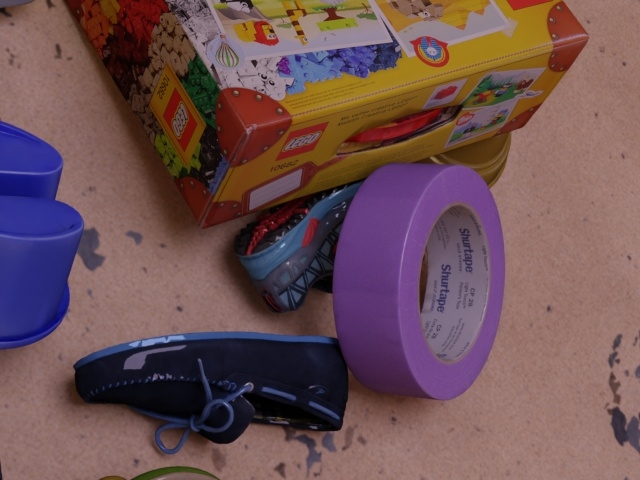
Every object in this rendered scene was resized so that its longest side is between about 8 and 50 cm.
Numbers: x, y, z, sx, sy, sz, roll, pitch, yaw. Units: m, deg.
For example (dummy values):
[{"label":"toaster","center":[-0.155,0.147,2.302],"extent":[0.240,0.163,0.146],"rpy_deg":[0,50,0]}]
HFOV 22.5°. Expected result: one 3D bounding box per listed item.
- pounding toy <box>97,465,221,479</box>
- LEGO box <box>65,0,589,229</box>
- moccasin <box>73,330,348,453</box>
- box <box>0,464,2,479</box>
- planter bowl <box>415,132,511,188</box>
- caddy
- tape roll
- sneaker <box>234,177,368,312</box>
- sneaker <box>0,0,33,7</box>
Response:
[{"label":"pounding toy","center":[-0.204,0.305,1.642],"extent":[0.237,0.110,0.183],"rpy_deg":[-25,123,-21]},{"label":"LEGO box","center":[0.001,-0.270,1.908],"extent":[0.500,0.193,0.372],"rpy_deg":[-19,66,-33]},{"label":"moccasin","center":[-0.101,0.165,1.757],"extent":[0.342,0.138,0.116],"rpy_deg":[1,74,-32]},{"label":"box","center":[-0.388,0.284,1.477],"extent":[0.233,0.059,0.183],"rpy_deg":[-32,127,-50]},{"label":"planter bowl","center":[0.185,-0.172,2.119],"extent":[0.217,0.090,0.217],"rpy_deg":[13,63,-27]},{"label":"caddy","center":[-0.400,-0.006,1.598],"extent":[0.341,0.179,0.241],"rpy_deg":[11,32,-28]},{"label":"tape roll","center":[0.120,0.047,1.893],"extent":[0.275,0.090,0.274],"rpy_deg":[-10,101,-59]},{"label":"sneaker","center":[0.000,0.000,1.937],"extent":[0.262,0.104,0.125],"rpy_deg":[-35,114,-40]},{"label":"sneaker","center":[-0.435,-0.302,1.789],"extent":[0.258,0.094,0.091],"rpy_deg":[-5,44,-31]}]
